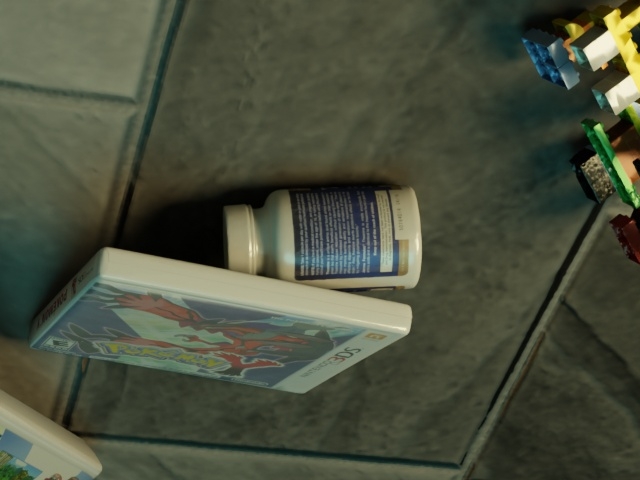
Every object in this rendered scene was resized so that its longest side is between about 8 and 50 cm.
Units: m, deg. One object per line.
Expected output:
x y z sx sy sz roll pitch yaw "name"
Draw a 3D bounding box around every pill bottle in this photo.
0.000 0.000 1.131 0.120 0.067 0.067 -2 137 -6 "pill bottle"

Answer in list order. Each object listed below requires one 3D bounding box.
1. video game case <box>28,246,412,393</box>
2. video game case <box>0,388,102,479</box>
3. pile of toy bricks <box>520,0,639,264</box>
-0.069 0.056 1.157 0.201 0.023 0.183 12 159 -19 "video game case"
-0.319 0.195 1.154 0.300 0.036 0.329 -40 154 -1 "video game case"
0.212 -0.074 1.077 0.105 0.118 0.212 -37 118 -10 "pile of toy bricks"
